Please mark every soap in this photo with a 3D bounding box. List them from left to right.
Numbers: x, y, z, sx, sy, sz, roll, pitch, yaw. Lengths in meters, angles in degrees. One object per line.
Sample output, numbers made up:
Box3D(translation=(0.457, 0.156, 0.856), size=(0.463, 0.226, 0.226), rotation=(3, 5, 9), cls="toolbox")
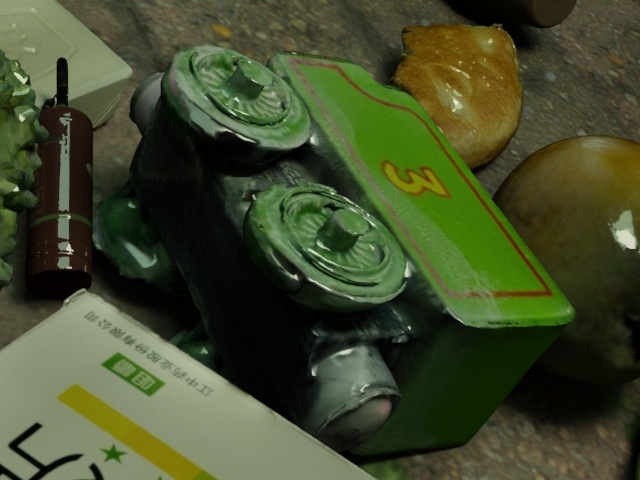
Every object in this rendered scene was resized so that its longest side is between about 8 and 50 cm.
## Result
Box3D(translation=(-0.241, -0.115, 0.919), size=(0.121, 0.064, 0.183), rotation=(41, 40, 13), cls="soap")

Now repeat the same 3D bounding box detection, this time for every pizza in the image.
Box3D(translation=(0.125, -0.135, 1.175), size=(0.134, 0.056, 0.271), rotation=(26, 39, -6), cls="pizza")

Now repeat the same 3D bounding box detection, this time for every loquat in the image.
Box3D(translation=(0.207, 0.014, 0.958), size=(0.179, 0.179, 0.227), rotation=(32, 29, 6), cls="loquat")

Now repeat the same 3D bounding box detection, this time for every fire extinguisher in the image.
Box3D(translation=(-0.176, -0.037, 0.860), size=(0.045, 0.078, 0.157), rotation=(0, 62, -13), cls="fire extinguisher")

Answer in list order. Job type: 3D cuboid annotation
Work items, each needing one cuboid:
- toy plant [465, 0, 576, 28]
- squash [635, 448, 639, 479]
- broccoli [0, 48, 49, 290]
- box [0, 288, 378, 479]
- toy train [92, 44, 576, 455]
Box3D(translation=(0.188, -0.296, 1.367), size=(0.143, 0.105, 0.200), rotation=(2, 32, -42), cls="toy plant")
Box3D(translation=(0.328, 0.109, 0.970), size=(0.118, 0.118, 0.370), rotation=(40, 41, 16), cls="squash")
Box3D(translation=(-0.265, -0.026, 0.577), size=(0.249, 0.302, 0.375), rotation=(6, 32, 35), cls="broccoli")
Box3D(translation=(-0.050, 0.190, 0.592), size=(0.333, 0.145, 0.173), rotation=(32, 37, 15), cls="box")
Box3D(translation=(0.000, 0.000, 0.853), size=(0.249, 0.173, 0.307), rotation=(0, 45, -40), cls="toy train")
